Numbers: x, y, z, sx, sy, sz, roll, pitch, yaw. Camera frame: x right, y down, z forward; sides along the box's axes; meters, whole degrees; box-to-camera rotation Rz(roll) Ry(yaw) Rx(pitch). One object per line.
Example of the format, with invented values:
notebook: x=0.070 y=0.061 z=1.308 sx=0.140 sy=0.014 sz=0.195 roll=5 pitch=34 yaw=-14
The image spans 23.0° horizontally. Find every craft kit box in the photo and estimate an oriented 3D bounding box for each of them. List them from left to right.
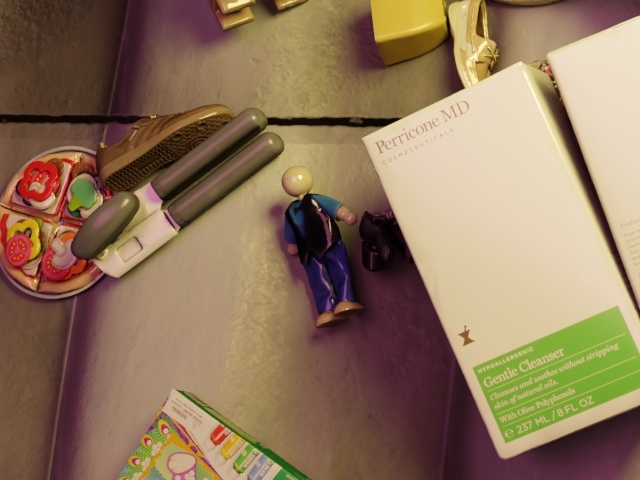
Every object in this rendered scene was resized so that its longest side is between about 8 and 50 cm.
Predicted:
craft kit box: x=-0.136 y=0.339 z=1.815 sx=0.250 sy=0.061 sz=0.246 roll=31 pitch=93 yaw=27

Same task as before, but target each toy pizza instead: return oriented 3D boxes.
toy pizza: x=-0.336 y=-0.026 z=2.002 sx=0.201 sy=0.032 sz=0.201 roll=-6 pitch=75 yaw=22

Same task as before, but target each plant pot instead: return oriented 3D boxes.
plant pot: x=0.107 y=-0.262 z=1.852 sx=0.083 sy=0.081 sz=0.081 roll=-8 pitch=73 yaw=8

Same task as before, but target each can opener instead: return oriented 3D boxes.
can opener: x=-0.177 y=-0.057 z=1.904 sx=0.283 sy=0.095 sz=0.076 roll=-36 pitch=80 yaw=11
can opener: x=0.081 y=0.002 z=1.749 sx=0.059 sy=0.186 sz=0.073 roll=-6 pitch=96 yaw=-8

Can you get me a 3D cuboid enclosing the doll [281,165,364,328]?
doll: x=0.000 y=0.000 z=1.826 sx=0.129 sy=0.046 sz=0.189 roll=-35 pitch=68 yaw=47

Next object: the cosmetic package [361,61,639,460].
cosmetic package: x=0.213 y=0.019 z=1.648 sx=0.197 sy=0.155 sz=0.365 roll=-27 pitch=84 yaw=17

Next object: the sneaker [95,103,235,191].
sneaker: x=-0.199 y=-0.133 z=1.952 sx=0.188 sy=0.066 sz=0.071 roll=-26 pitch=57 yaw=7

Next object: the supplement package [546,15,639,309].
supplement package: x=0.373 y=-0.081 z=1.600 sx=0.178 sy=0.175 sz=0.292 roll=-20 pitch=85 yaw=19

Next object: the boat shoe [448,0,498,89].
boat shoe: x=0.181 y=-0.221 z=1.823 sx=0.045 sy=0.050 sz=0.135 roll=-18 pitch=70 yaw=24

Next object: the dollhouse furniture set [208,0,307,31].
dollhouse furniture set: x=-0.048 y=-0.405 z=1.884 sx=0.242 sy=0.212 sz=0.161 roll=-22 pitch=69 yaw=-12

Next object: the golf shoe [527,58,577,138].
golf shoe: x=0.256 y=-0.109 z=1.764 sx=0.086 sy=0.068 sz=0.186 roll=172 pitch=96 yaw=-65

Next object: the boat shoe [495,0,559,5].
boat shoe: x=0.289 y=-0.339 z=1.767 sx=0.324 sy=0.120 sz=0.122 roll=2 pitch=78 yaw=23
